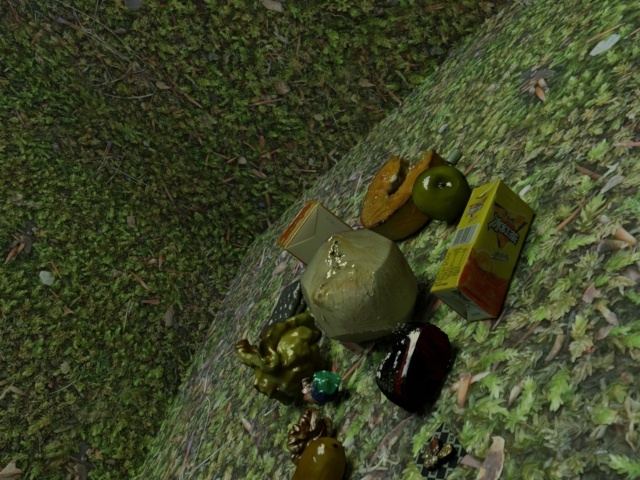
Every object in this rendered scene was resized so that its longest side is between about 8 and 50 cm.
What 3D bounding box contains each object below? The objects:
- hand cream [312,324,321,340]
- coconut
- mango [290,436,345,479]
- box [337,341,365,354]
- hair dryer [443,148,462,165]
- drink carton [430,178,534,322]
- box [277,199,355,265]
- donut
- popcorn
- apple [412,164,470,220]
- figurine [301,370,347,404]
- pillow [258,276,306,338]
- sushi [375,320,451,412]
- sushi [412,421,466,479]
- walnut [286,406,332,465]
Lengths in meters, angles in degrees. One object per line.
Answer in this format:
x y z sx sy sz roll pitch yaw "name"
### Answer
-0.084 0.421 2.152 0.203 0.084 0.084 -55 15 16 "hand cream"
0.108 0.133 1.639 0.346 0.360 0.346 -30 21 13 "coconut"
-0.015 0.633 1.431 0.227 0.099 0.136 -53 50 4 "mango"
0.112 0.312 1.802 0.043 0.089 0.125 -42 18 35 "box"
0.520 -0.331 2.138 0.063 0.038 0.124 -52 9 -3 "hair dryer"
0.433 0.024 1.404 0.111 0.154 0.351 -23 34 59 "drink carton"
0.000 0.000 2.413 0.259 0.283 0.214 -53 15 0 "box"
0.327 -0.167 2.100 0.378 0.163 0.435 -54 18 0 "donut"
-0.118 0.433 1.934 0.321 0.290 0.326 -20 -27 -20 "popcorn"
0.407 -0.164 1.790 0.196 0.196 0.157 -54 -19 -6 "apple"
0.009 0.478 1.717 0.195 0.111 0.102 125 134 -61 "figurine"
-0.155 0.329 2.490 0.228 0.101 0.326 -32 24 53 "pillow"
0.238 0.320 1.365 0.225 0.136 0.126 -66 17 -17 "sushi"
0.253 0.474 1.186 0.120 0.026 0.126 -53 16 4 "sushi"
-0.024 0.573 1.541 0.069 0.143 0.170 -17 38 47 "walnut"
